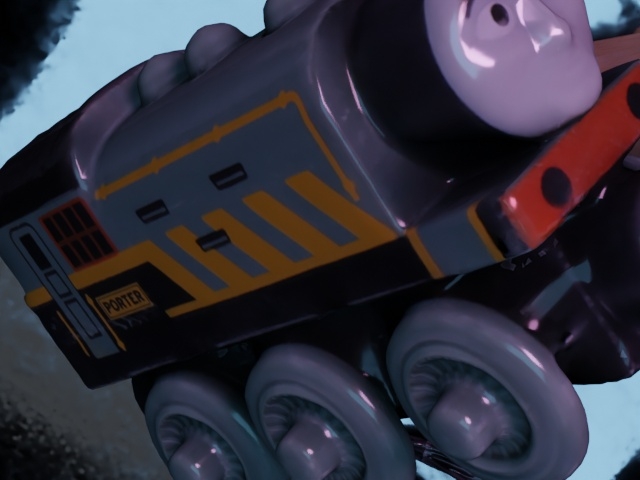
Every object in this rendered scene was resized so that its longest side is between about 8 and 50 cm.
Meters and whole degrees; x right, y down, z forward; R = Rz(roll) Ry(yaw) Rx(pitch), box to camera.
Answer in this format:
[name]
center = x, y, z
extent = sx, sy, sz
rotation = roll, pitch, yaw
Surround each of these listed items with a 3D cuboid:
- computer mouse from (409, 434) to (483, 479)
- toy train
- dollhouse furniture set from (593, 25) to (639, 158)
[computer mouse]
center = 0.108, 0.183, 0.733
extent = 0.071, 0.041, 0.242
rotation = -43, 86, 1
[toy train]
center = 0.000, 0.000, 0.595
extent = 0.334, 0.142, 0.190
rotation = -20, 108, 52
[dollhouse furniture set]
center = 0.246, -0.202, 0.658
extent = 0.303, 0.174, 0.355
rotation = -10, 68, 19
